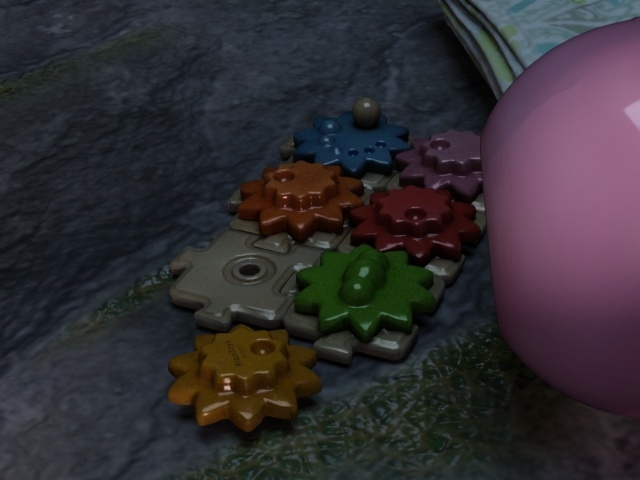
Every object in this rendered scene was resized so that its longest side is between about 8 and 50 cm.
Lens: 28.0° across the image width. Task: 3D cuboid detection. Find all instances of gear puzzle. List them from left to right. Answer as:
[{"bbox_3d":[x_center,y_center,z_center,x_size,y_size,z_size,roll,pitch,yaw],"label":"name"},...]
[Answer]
[{"bbox_3d":[0.000,0.000,0.801,0.175,0.044,0.339,13,37,22],"label":"gear puzzle"}]

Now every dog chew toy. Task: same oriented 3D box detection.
[{"bbox_3d":[0.251,-0.018,0.648,0.331,0.207,0.207,-5,33,10],"label":"dog chew toy"}]

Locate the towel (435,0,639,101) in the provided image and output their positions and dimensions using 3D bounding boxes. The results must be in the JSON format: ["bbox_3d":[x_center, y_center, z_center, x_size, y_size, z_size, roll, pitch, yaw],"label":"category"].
[{"bbox_3d":[0.285,-0.201,0.975,0.374,0.090,0.320,-19,36,0],"label":"towel"}]
